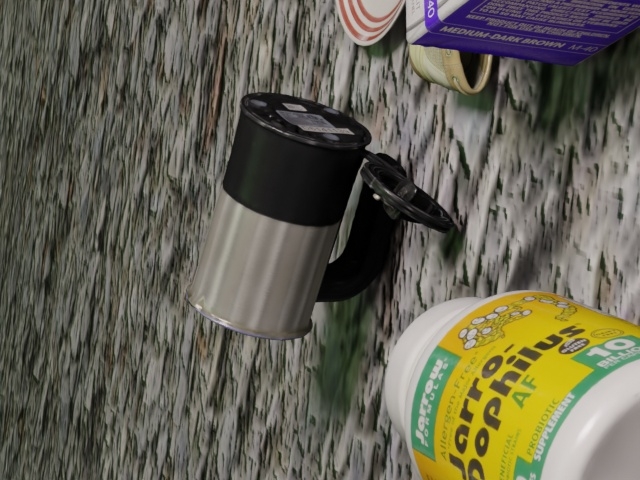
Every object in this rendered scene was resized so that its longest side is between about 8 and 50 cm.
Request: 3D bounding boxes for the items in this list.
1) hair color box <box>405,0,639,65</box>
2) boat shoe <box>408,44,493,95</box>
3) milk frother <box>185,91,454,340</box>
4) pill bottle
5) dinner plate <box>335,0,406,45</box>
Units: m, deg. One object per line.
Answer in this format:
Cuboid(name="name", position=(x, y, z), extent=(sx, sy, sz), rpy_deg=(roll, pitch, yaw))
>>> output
Cuboid(name="hair color box", position=(0.148, -0.216, 0.746), extent=(0.339, 0.110, 0.185), rpy_deg=(151, 122, -63))
Cuboid(name="boat shoe", position=(0.084, -0.160, 0.972), extent=(0.048, 0.056, 0.153), rpy_deg=(32, 118, 56))
Cuboid(name="milk frother", position=(0.000, 0.000, 1.050), extent=(0.143, 0.129, 0.135), rpy_deg=(-117, 40, -63))
Cuboid(name="pill bottle", position=(0.108, 0.086, 0.775), extent=(0.208, 0.117, 0.118), rpy_deg=(-154, 70, -68))
Cuboid(name="dinner plate", position=(0.042, -0.197, 1.130), extent=(0.141, 0.017, 0.141), rpy_deg=(-177, 90, -69))
